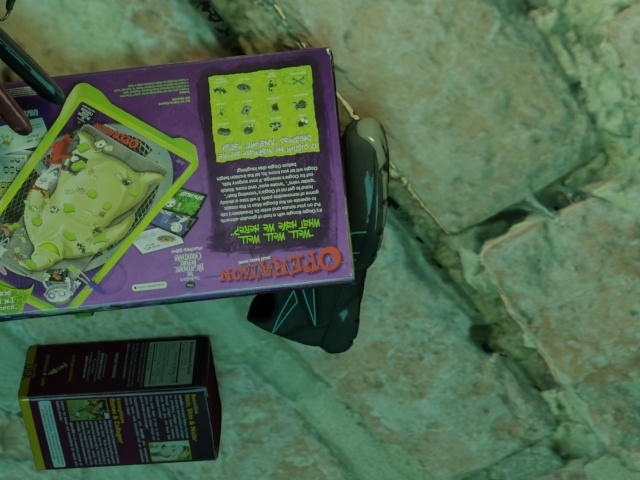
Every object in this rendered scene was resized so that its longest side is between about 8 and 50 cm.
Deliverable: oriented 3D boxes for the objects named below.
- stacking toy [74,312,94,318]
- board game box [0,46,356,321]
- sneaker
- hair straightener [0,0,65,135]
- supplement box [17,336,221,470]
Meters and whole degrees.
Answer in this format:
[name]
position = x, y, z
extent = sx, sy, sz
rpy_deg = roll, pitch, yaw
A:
[stacking toy]
position = -0.324, 0.005, 1.628
extent = 0.167, 0.052, 0.221
rpy_deg = -11, 130, 10
[board game box]
position = -0.151, -0.047, 1.501
extent = 0.347, 0.208, 0.056
rpy_deg = -5, 169, 4
[sneaker]
position = 0.000, 0.000, 1.591
extent = 0.106, 0.101, 0.267
rpy_deg = 10, 128, -5
[hair straightener]
position = -0.292, -0.202, 1.449
extent = 0.089, 0.047, 0.230
rpy_deg = -44, 103, -20
[supplement box]
position = -0.199, 0.164, 1.732
extent = 0.188, 0.080, 0.104
rpy_deg = -4, 128, 3
